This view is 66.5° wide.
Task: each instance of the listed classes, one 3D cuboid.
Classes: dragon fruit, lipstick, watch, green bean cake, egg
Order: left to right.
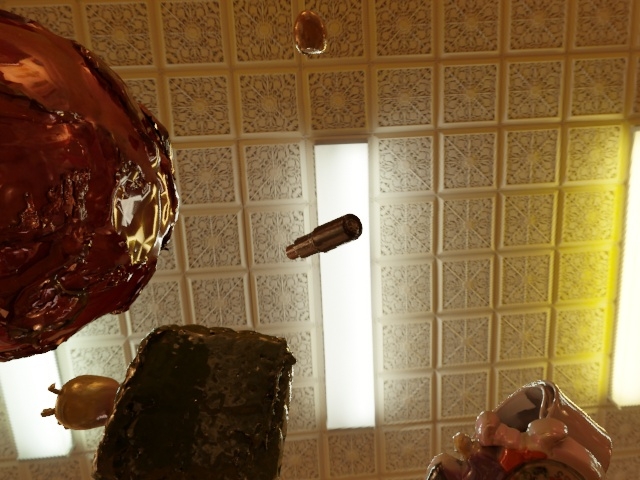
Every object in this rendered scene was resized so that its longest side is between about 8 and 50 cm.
[{"bbox_3d":[-0.271,-0.046,0.413,0.295,0.302,0.296,0,-77,-1],"label":"dragon fruit"},{"bbox_3d":[-0.137,0.209,0.582,0.200,0.214,0.113,7,-38,-1],"label":"green bean cake"},{"bbox_3d":[-0.023,-0.468,1.101,0.080,0.080,0.096,-3,-80,-4],"label":"egg"},{"bbox_3d":[0.000,0.000,1.379,0.081,0.081,0.299,51,-41,-13],"label":"lipstick"},{"bbox_3d":[0.280,0.320,0.724,0.196,0.231,0.244,43,-72,8],"label":"watch"}]

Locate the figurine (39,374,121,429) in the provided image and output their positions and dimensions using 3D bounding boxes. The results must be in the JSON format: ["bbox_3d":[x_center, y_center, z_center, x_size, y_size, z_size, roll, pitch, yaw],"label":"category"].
[{"bbox_3d":[-0.392,0.373,1.073,0.394,0.274,0.227,13,-75,-24],"label":"figurine"}]
